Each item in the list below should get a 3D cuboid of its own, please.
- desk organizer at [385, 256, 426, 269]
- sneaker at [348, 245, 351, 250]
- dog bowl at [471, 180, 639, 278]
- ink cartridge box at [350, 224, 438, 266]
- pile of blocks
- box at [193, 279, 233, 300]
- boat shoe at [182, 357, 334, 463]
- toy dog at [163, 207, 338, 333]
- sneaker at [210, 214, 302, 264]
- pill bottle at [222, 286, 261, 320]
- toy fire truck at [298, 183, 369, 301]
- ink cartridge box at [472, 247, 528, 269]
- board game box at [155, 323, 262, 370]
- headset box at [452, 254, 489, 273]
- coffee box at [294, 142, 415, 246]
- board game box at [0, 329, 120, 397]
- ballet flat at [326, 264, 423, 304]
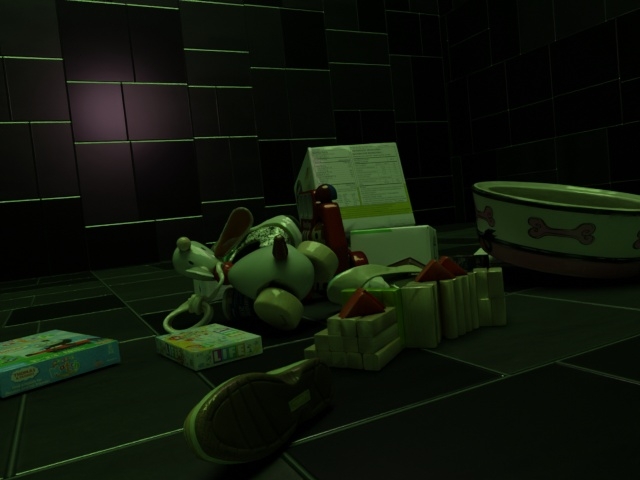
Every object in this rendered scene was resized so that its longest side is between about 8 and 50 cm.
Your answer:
[{"bbox_3d":[0.182,0.083,1.211,0.047,0.050,0.130,27,-25,-18],"label":"desk organizer"},{"bbox_3d":[0.036,0.053,1.729,0.229,0.086,0.132,-5,6,3],"label":"sneaker"},{"bbox_3d":[0.538,-0.032,1.160,0.409,0.150,0.408,3,14,-1],"label":"dog bowl"},{"bbox_3d":[0.207,0.026,1.406,0.199,0.114,0.273,-4,-2,16],"label":"ink cartridge box"},{"bbox_3d":[0.133,0.085,0.758,0.363,0.112,0.149,-8,4,-36],"label":"pile of blocks"},{"bbox_3d":[-0.182,0.102,1.395,0.324,0.067,0.063,-10,4,-44],"label":"box"},{"bbox_3d":[-0.060,0.152,0.465,0.072,0.068,0.190,-18,-12,27],"label":"boat shoe"},{"bbox_3d":[-0.142,0.036,0.919,0.334,0.160,0.220,-5,43,14],"label":"toy dog"},{"bbox_3d":[-0.242,0.041,1.565,0.411,0.158,0.182,-23,6,38],"label":"sneaker"},{"bbox_3d":[-0.121,0.118,0.998,0.120,0.066,0.067,-5,3,16],"label":"pill bottle"},{"bbox_3d":[0.000,0.000,1.213,0.170,0.253,0.302,-7,3,-12],"label":"toy fire truck"},{"bbox_3d":[0.459,0.058,1.278,0.181,0.056,0.225,-4,11,30],"label":"ink cartridge box"},{"bbox_3d":[-0.170,0.156,0.782,0.104,0.026,0.154,-8,4,-36],"label":"board game box"},{"bbox_3d":[0.339,0.064,1.187,0.083,0.062,0.032,-4,3,39],"label":"headset box"},{"bbox_3d":[0.109,-0.139,1.955,0.339,0.334,0.337,-6,-17,-14],"label":"coffee box"},{"bbox_3d":[-0.428,0.176,0.779,0.212,0.039,0.160,-4,4,40],"label":"board game box"},{"bbox_3d":[0.128,0.091,1.031,0.249,0.086,0.086,-7,4,-37],"label":"ballet flat"}]
